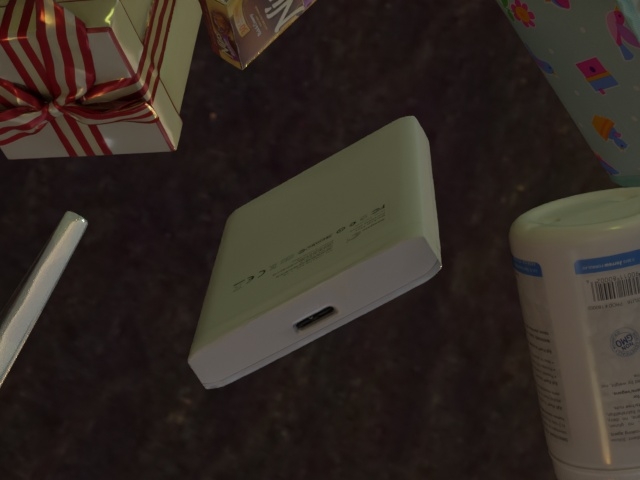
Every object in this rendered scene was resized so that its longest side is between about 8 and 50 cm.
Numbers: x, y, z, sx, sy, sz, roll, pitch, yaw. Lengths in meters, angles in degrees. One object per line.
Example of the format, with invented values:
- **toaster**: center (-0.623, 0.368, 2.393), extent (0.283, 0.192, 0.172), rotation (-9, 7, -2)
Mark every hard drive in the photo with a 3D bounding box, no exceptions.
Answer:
- **hard drive**: center (0.000, 0.000, 1.407), extent (0.047, 0.233, 0.353), rotation (58, 13, -17)

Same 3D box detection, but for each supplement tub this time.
- **supplement tub**: center (0.116, 0.038, 0.581), extent (0.071, 0.071, 0.107), rotation (-25, 108, -46)

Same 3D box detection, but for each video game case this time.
- **video game case**: center (-0.252, 0.095, 1.116), extent (0.183, 0.023, 0.201), rotation (-50, -166, 39)

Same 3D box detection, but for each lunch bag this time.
- **lunch bag**: center (0.273, -0.155, 1.040), extent (0.160, 0.262, 0.223), rotation (-46, 115, -20)

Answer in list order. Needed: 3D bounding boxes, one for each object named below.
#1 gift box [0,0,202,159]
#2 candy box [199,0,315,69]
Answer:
- **gift box**: center (-0.305, -0.247, 1.723), extent (0.276, 0.255, 0.258), rotation (58, 33, -52)
- **candy box**: center (-0.049, -0.288, 1.625), extent (0.187, 0.053, 0.109), rotation (-45, 153, -19)
